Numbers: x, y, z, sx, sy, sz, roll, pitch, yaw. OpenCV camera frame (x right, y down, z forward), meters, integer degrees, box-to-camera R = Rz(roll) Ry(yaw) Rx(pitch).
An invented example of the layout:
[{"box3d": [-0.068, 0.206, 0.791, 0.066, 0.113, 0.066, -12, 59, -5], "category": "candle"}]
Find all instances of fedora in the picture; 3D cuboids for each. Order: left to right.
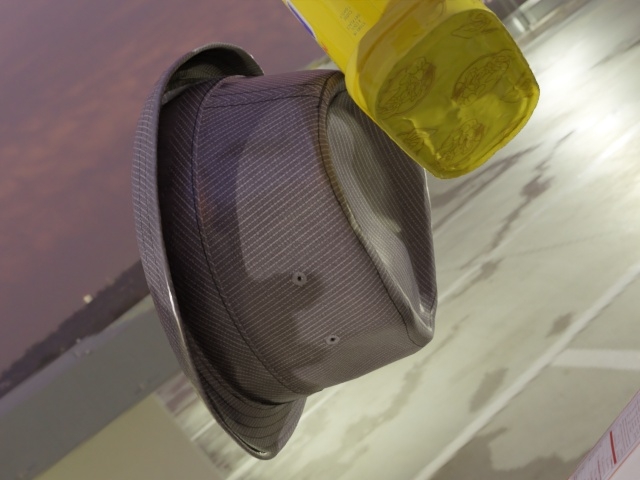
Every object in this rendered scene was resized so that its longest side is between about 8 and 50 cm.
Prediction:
[{"box3d": [0.000, 0.000, 0.562, 0.124, 0.275, 0.244, -8, 33, 22], "category": "fedora"}]

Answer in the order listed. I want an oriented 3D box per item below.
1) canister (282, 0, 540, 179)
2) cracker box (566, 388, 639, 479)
[{"box3d": [0.026, -0.124, 0.469, 0.073, 0.170, 0.126, -42, -31, 11], "category": "canister"}, {"box3d": [0.291, 0.161, 0.627, 0.232, 0.156, 0.067, -61, -2, 24], "category": "cracker box"}]
